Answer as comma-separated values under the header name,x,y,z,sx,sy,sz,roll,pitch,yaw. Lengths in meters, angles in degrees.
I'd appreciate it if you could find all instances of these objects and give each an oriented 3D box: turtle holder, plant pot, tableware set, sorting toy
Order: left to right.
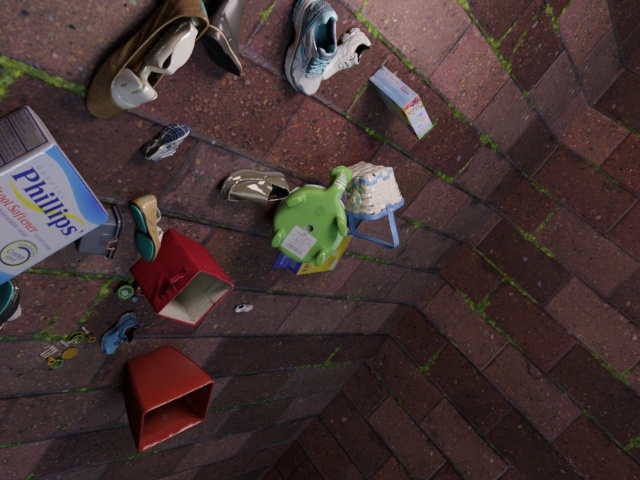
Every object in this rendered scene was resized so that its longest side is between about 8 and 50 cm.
name,x,y,z,sx,sy,sz,roll,pitch,yaw
tableware set,-0.766,0.333,1.715,0.154,0.024,0.104,-34,150,-16
sorting toy,-0.572,0.150,1.707,0.102,0.042,0.061,-4,118,-32
plant pot,-0.572,0.543,2.010,0.267,0.236,0.267,-19,142,-38
turtle holder,-0.031,-0.095,1.860,0.243,0.227,0.320,6,110,-1

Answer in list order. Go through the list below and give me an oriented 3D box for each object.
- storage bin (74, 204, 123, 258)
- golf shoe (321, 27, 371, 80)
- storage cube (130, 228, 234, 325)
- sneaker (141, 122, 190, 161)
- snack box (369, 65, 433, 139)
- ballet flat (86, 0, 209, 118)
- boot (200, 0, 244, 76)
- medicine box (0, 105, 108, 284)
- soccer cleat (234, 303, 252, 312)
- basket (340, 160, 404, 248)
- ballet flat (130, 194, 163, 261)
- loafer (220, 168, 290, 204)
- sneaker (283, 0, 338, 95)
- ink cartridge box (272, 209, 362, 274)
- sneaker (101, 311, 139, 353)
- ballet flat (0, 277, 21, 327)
name,x,y,z,sx,sy,sz,roll,pitch,yaw
storage bin,-0.570,-0.018,1.436,0.091,0.098,0.135,1,130,-38
golf shoe,0.065,-0.509,1.567,0.176,0.086,0.069,-46,152,9
storage cube,-0.414,0.112,1.684,0.183,0.193,0.215,-45,150,4
sneaker,-0.383,-0.245,1.412,0.135,0.052,0.058,-33,160,-3
snack box,0.261,-0.441,1.803,0.070,0.174,0.207,-42,152,5
ballet flat,-0.359,-0.373,1.188,0.342,0.124,0.116,-45,150,4
boot,-0.201,-0.481,1.303,0.198,0.077,0.137,69,43,-80
medicine box,-0.651,-0.086,1.181,0.289,0.149,0.263,-34,150,-14
soccer cleat,-0.297,0.261,2.189,0.083,0.029,0.035,-7,139,-40
basket,0.169,-0.124,2.005,0.201,0.255,0.289,-30,117,-28
ballet flat,-0.469,-0.032,1.553,0.073,0.080,0.232,-41,156,-35
loafer,-0.189,-0.160,1.708,0.251,0.087,0.094,-13,139,-42
sneaker,-0.018,-0.486,1.456,0.110,0.122,0.283,-27,147,-25
ink cartridge box,0.000,0.000,2.172,0.307,0.072,0.303,-8,136,-48
sneaker,-0.637,0.306,1.786,0.162,0.073,0.063,-51,150,13
ballet flat,-0.822,0.185,1.399,0.280,0.095,0.096,-38,162,13
